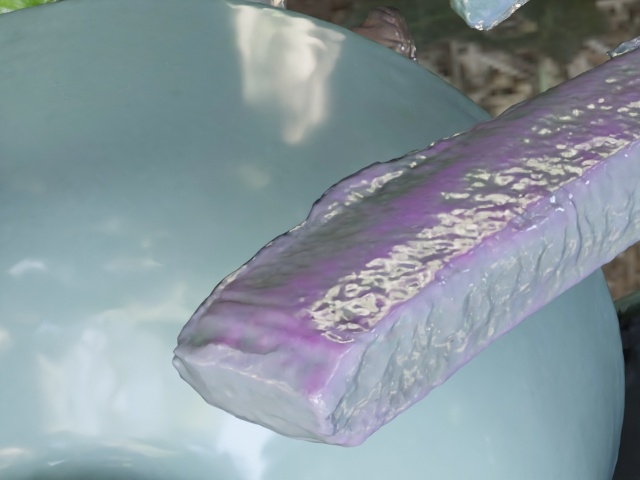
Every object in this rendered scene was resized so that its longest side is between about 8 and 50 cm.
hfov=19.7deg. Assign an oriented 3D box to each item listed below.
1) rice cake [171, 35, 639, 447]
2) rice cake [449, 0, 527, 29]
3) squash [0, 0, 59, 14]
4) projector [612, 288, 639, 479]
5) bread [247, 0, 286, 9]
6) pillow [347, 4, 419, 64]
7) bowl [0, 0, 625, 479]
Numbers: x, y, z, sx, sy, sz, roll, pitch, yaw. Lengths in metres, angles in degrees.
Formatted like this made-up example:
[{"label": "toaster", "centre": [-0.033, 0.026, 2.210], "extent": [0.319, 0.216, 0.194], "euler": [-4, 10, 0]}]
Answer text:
[{"label": "rice cake", "centre": [0.050, -0.008, 0.419], "extent": [0.206, 0.047, 0.036], "euler": [-28, 117, -38]}, {"label": "rice cake", "centre": [0.129, -0.155, 0.738], "extent": [0.033, 0.207, 0.033], "euler": [54, 28, 4]}, {"label": "squash", "centre": [-0.209, -0.199, 0.875], "extent": [0.101, 0.379, 0.101], "euler": [-19, 134, -21]}, {"label": "projector", "centre": [0.247, 0.156, 0.767], "extent": [0.405, 0.395, 0.242], "euler": [8, 68, -28]}, {"label": "bread", "centre": [-0.069, -0.196, 1.123], "extent": [0.102, 0.337, 0.183], "euler": [-9, 71, -9]}, {"label": "pillow", "centre": [0.000, 0.000, 1.109], "extent": [0.084, 0.223, 0.236], "euler": [16, 41, -46]}, {"label": "bowl", "centre": [-0.049, 0.087, 0.535], "extent": [0.289, 0.289, 0.146], "euler": [56, 17, -24]}]
